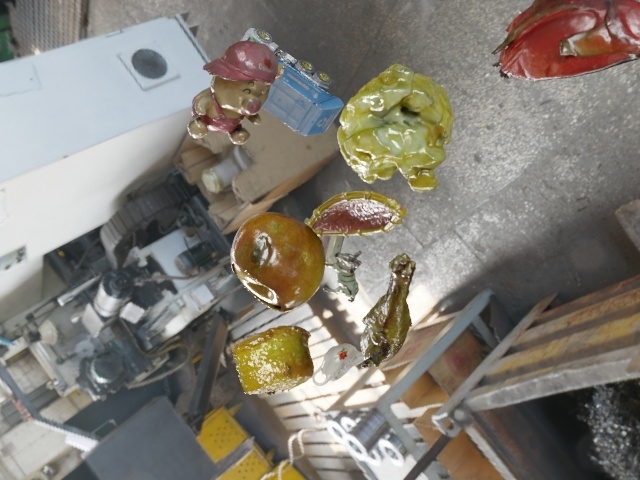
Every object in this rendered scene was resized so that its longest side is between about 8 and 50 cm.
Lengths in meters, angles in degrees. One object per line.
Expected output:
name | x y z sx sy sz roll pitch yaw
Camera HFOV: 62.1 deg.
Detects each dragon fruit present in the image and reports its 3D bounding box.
dragon fruit | 0.472 -0.415 1.029 0.100 0.282 0.343 46 -163 -34

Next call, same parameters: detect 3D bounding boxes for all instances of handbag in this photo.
handbag | 0.000 0.000 1.591 0.173 0.095 0.117 17 90 54

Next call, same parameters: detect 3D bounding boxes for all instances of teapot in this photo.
teapot | 0.055 0.423 1.826 0.092 0.226 0.145 37 142 32

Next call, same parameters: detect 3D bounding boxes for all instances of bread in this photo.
bread | -0.093 0.294 1.339 0.147 0.260 0.160 -21 67 19

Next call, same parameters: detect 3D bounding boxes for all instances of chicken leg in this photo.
chicken leg | 0.214 0.199 1.564 0.140 0.211 0.361 16 107 -1

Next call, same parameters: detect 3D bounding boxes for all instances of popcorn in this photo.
popcorn | 0.124 -0.174 0.852 0.185 0.187 0.167 23 -174 -11

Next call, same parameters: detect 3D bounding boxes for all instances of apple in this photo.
apple | -0.102 0.053 1.254 0.237 0.207 0.237 15 155 7

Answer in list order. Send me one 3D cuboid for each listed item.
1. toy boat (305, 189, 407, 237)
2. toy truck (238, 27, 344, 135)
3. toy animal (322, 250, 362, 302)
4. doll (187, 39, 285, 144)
toy boat | 0.090 -0.062 1.321 0.318 0.099 0.141 -12 125 43
toy truck | -0.108 -0.473 1.611 0.367 0.175 0.146 34 131 -6
toy animal | 0.075 0.105 1.601 0.176 0.073 0.217 11 131 44
doll | -0.199 -0.343 1.237 0.152 0.196 0.256 44 125 0
